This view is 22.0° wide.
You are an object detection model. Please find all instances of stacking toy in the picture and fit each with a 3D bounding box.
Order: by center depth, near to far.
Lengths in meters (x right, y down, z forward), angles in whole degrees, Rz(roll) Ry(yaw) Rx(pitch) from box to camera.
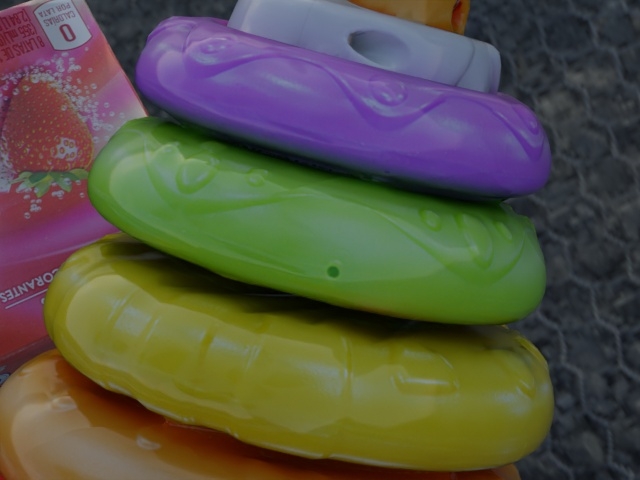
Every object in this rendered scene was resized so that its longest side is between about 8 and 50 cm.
[{"bbox_3d":[0.000,0.000,0.407,0.165,0.175,0.302,18,99,31],"label":"stacking toy"}]

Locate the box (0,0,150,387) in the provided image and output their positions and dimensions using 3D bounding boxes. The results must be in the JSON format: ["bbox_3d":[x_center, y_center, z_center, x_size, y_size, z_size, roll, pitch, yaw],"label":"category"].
[{"bbox_3d":[-0.214,0.030,0.702,0.300,0.154,0.142,-25,79,-27],"label":"box"}]
